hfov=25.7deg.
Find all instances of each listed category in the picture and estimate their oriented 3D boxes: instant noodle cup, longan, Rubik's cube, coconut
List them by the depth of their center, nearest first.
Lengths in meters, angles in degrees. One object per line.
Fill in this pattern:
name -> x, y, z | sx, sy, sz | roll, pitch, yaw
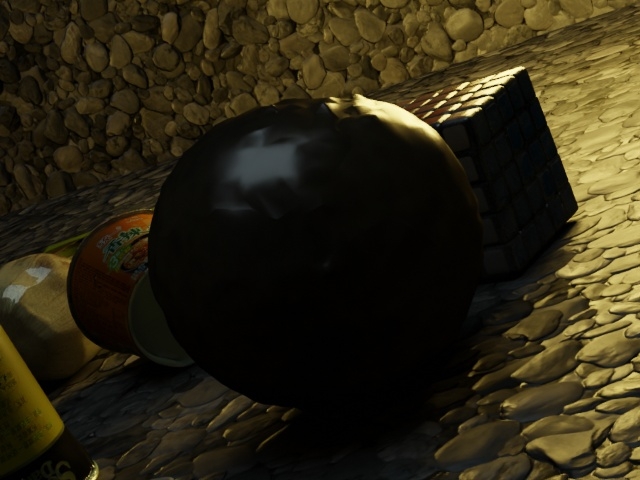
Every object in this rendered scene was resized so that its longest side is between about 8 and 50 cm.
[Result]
longan -> -0.006, 0.009, 1.624 | 0.391, 0.391, 0.391 | -20, 14, 5
instant noodle cup -> -0.410, 0.230, 1.701 | 0.215, 0.236, 0.215 | -22, 15, 6
Rubik's cube -> 0.191, -0.080, 1.985 | 0.238, 0.237, 0.237 | -13, 15, 36
instant noodle cup -> -0.239, 0.080, 2.081 | 0.230, 0.230, 0.182 | -27, 23, -21
coconut -> -0.435, 0.115, 2.242 | 0.224, 0.224, 0.224 | -20, 14, 5

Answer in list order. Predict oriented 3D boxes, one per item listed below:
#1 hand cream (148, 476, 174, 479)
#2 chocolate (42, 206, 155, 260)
hand cream -> -0.177, 0.301, 1.473 | 0.079, 0.048, 0.255 | -18, 10, -10
chocolate -> -0.382, 0.062, 2.502 | 0.288, 0.137, 0.301 | -19, 14, 7
